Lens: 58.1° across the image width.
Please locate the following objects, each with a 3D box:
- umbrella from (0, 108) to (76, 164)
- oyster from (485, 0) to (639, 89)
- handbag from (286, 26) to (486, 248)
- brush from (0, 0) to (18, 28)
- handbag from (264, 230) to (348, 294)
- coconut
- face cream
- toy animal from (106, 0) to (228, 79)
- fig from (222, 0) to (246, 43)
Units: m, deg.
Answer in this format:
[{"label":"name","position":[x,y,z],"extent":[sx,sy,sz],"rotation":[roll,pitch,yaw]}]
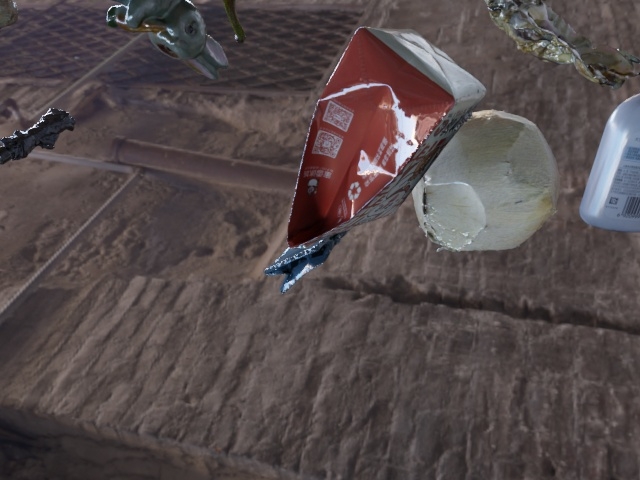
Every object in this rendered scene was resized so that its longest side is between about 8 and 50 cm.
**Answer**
[{"label":"umbrella","position":[-0.692,-0.243,1.395],"extent":[0.224,0.080,0.071],"rotation":[-56,-24,-48]},{"label":"oyster","position":[0.488,-0.412,1.206],"extent":[0.201,0.354,0.107],"rotation":[-38,-15,-43]},{"label":"handbag","position":[0.056,-0.116,0.751],"extent":[0.298,0.151,0.171],"rotation":[-53,-12,32]},{"label":"brush","position":[-0.462,-0.274,0.598],"extent":[0.042,0.299,0.039],"rotation":[111,173,-70]},{"label":"handbag","position":[0.000,0.000,1.055],"extent":[0.057,0.144,0.221],"rotation":[51,-142,-5]},{"label":"coconut","position":[0.409,-0.148,1.404],"extent":[0.346,0.360,0.347],"rotation":[-9,-90,-89]},{"label":"face cream","position":[0.583,-0.176,1.026],"extent":[0.080,0.162,0.337],"rotation":[-87,1,-61]},{"label":"toy animal","position":[-0.214,-0.319,0.801],"extent":[0.236,0.138,0.108],"rotation":[39,-163,-26]},{"label":"fig","position":[-0.147,-0.411,0.884],"extent":[0.124,0.124,0.236],"rotation":[-65,-19,-46]}]
